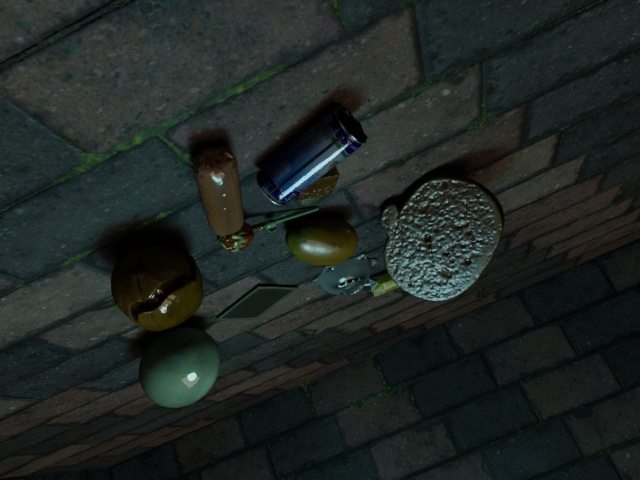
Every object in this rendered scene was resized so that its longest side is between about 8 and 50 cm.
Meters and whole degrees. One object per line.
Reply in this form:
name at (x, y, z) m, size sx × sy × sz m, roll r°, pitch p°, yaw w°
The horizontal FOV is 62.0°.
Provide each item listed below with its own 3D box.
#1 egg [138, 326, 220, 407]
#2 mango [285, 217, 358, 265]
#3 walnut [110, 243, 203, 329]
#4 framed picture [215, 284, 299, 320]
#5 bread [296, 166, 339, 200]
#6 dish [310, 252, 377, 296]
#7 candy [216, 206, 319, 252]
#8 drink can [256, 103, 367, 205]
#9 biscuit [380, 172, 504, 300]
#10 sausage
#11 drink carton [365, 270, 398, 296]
egg at (-0.476, 0.430, 1.805) m, size 0.259 × 0.258 × 0.352 m, roll 0°, pitch 150°, yaw -41°
mango at (-0.001, 0.003, 1.477) m, size 0.221 × 0.120 × 0.151 m, roll 0°, pitch 145°, yaw -28°
walnut at (-0.386, 0.118, 1.304) m, size 0.209 × 0.208 × 0.336 m, roll -18°, pitch 169°, yaw -10°
framed picture at (-0.223, 0.219, 1.870) m, size 0.252 × 0.014 × 0.197 m, roll -38°, pitch 152°, yaw 31°
bread at (-0.011, -0.136, 1.272) m, size 0.095 × 0.035 × 0.090 m, roll -13°, pitch 155°, yaw -20°
dish at (0.093, 0.140, 1.881) m, size 0.237 × 0.086 × 0.228 m, roll -28°, pitch 156°, yaw 13°
candy at (-0.129, -0.046, 1.348) m, size 0.288 × 0.084 × 0.078 m, roll -21°, pitch 161°, yaw -28°
drink can at (-0.021, -0.173, 1.111) m, size 0.235 × 0.097 × 0.097 m, roll -36°, pitch 153°, yaw 27°
biscuit at (0.334, -0.014, 1.549) m, size 0.394 × 0.351 × 0.070 m, roll -60°, pitch 180°, yaw 28°
sausage at (-0.209, -0.096, 1.124) m, size 0.086 × 0.086 × 0.289 m, roll -17°, pitch 155°, yaw -11°
drink carton at (0.240, 0.167, 2.083) m, size 0.200 × 0.074 × 0.084 m, roll -22°, pitch 156°, yaw -4°
